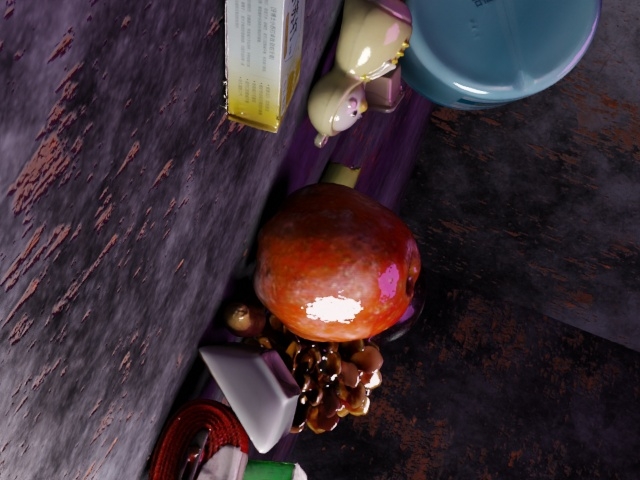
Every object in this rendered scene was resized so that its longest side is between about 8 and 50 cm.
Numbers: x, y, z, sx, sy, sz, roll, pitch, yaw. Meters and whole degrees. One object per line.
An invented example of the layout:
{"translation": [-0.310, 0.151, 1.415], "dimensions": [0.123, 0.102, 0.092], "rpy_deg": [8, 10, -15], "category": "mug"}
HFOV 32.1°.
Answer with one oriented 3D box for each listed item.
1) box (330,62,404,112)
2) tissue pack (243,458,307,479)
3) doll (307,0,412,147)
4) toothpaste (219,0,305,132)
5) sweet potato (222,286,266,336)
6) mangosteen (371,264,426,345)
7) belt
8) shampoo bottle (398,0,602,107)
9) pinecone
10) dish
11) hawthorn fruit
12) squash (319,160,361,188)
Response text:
{"translation": [0.073, -0.259, 1.823], "dimensions": [0.089, 0.122, 0.062], "rpy_deg": [-58, 154, -54], "category": "box"}
{"translation": [-0.130, 0.428, 1.746], "dimensions": [0.156, 0.209, 0.148], "rpy_deg": [67, 27, -60], "category": "tissue pack"}
{"translation": [0.065, -0.274, 1.697], "dimensions": [0.141, 0.117, 0.296], "rpy_deg": [-24, 135, -76], "category": "doll"}
{"translation": [-0.057, -0.236, 1.137], "dimensions": [0.312, 0.071, 0.089], "rpy_deg": [97, 12, -61], "category": "toothpaste"}
{"translation": [-0.116, 0.115, 1.762], "dimensions": [0.255, 0.058, 0.078], "rpy_deg": [-49, 140, -80], "category": "sweet potato"}
{"translation": [0.106, 0.106, 2.593], "dimensions": [0.288, 0.288, 0.288], "rpy_deg": [22, 90, -83], "category": "mangosteen"}
{"translation": [-0.179, 0.331, 1.629], "dimensions": [0.124, 0.128, 0.200], "rpy_deg": [77, 27, -75], "category": "belt"}
{"translation": [0.280, -0.393, 1.898], "dimensions": [0.342, 0.331, 0.331], "rpy_deg": [-99, -149, -86], "category": "shampoo bottle"}
{"translation": [-0.033, 0.230, 2.016], "dimensions": [0.264, 0.264, 0.264], "rpy_deg": [22, 90, -83], "category": "pinecone"}
{"translation": [-0.090, 0.221, 1.726], "dimensions": [0.080, 0.181, 0.243], "rpy_deg": [-32, 174, 4], "category": "dish"}
{"translation": [0.019, 0.043, 1.777], "dimensions": [0.284, 0.284, 0.284], "rpy_deg": [22, 90, -83], "category": "hawthorn fruit"}
{"translation": [0.008, -0.044, 2.129], "dimensions": [0.083, 0.083, 0.250], "rpy_deg": [87, 23, -73], "category": "squash"}
